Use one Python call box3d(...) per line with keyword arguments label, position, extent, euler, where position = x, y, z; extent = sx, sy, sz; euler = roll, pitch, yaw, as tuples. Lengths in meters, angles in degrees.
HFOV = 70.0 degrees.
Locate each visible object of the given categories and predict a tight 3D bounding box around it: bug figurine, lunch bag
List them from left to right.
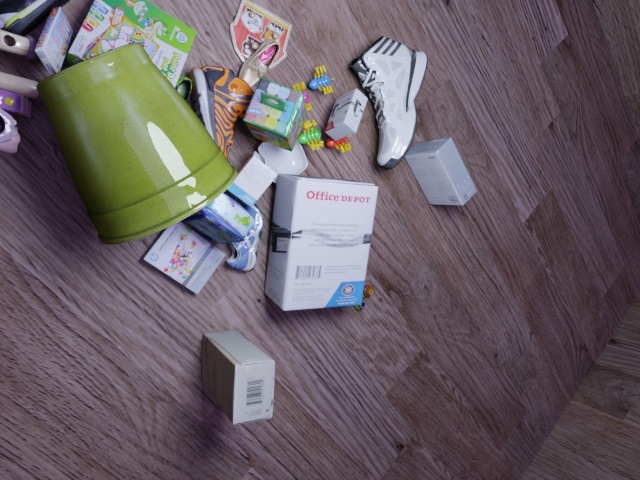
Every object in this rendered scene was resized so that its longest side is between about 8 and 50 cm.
box3d(label="lunch bag", position=(-0.294, -0.069, 1.260), extent=(0.176, 0.219, 0.090), euler=(41, 69, -27))
box3d(label="bug figurine", position=(-0.007, -0.404, 1.462), extent=(0.216, 0.072, 0.279), euler=(-25, 102, -38))

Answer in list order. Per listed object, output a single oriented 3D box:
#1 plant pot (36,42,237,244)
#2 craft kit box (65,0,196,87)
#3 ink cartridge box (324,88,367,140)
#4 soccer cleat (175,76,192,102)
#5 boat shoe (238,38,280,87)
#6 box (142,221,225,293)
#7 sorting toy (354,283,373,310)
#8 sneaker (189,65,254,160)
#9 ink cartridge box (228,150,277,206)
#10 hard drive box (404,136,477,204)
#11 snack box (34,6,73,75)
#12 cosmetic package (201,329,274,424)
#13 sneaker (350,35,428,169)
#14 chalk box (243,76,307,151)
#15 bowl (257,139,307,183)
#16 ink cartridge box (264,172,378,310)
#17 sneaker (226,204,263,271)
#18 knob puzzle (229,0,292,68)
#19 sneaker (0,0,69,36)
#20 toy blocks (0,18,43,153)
box3d(label="plant pot", position=(-0.436, -0.238, 1.053), extent=(0.366, 0.366, 0.353), euler=(-35, 118, -22))
box3d(label="craft kit box", position=(-0.475, -0.500, 1.176), extent=(0.246, 0.061, 0.250), euler=(25, 68, -32))
box3d(label="ink cartridge box", position=(0.079, -0.390, 1.420), extent=(0.056, 0.099, 0.135), euler=(32, 66, -32))
box3d(label="soccer cleat", position=(-0.394, -0.361, 1.251), extent=(0.060, 0.072, 0.179), euler=(14, 98, -28))
box3d(label="boat shoe", position=(-0.180, -0.521, 1.352), extent=(0.063, 0.059, 0.170), euler=(33, 90, -39))
box3d(label="box", position=(-0.390, 0.045, 1.320), extent=(0.186, 0.038, 0.145), euler=(40, 75, -25))
box3d(label="sorting toy", position=(0.157, 0.204, 1.642), extent=(0.061, 0.042, 0.102), euler=(29, 81, -28))
box3d(label="sneaker", position=(-0.256, -0.336, 1.309), extent=(0.180, 0.124, 0.322), euler=(-12, 100, -27))
box3d(label="ink cartridge box", position=(-0.192, -0.188, 1.342), extent=(0.090, 0.092, 0.143), euler=(38, 103, -18))
box3d(label="hard drive box", position=(0.437, -0.247, 1.677), extent=(0.089, 0.181, 0.232), euler=(-42, 114, -20))
box3d(label="snack box", position=(-0.609, -0.460, 1.051), extent=(0.022, 0.178, 0.064), euler=(-8, 145, 0))
box3d(label="cosmetic package", position=(-0.239, 0.369, 1.282), extent=(0.113, 0.309, 0.160), euler=(1, 93, -30))
box3d(label="sneaker", position=(0.193, -0.476, 1.552), extent=(0.257, 0.169, 0.448), euler=(16, 79, -21))
box3d(label="chalk box", position=(-0.123, -0.350, 1.269), extent=(0.132, 0.213, 0.132), euler=(23, 89, 3))
box3d(label="bowl", position=(-0.124, -0.259, 1.432), extent=(0.142, 0.053, 0.142), euler=(-34, 109, -22))
box3d(label="ink cartridge box", position=(0.000, 0.000, 1.434), extent=(0.285, 0.166, 0.395), euler=(1, 103, -30))
box3d(label="sneaker", position=(-0.229, -0.012, 1.381), extent=(0.081, 0.080, 0.211), euler=(8, 90, -33))
box3d(label="knob puzzle", position=(-0.182, -0.603, 1.379), extent=(0.213, 0.030, 0.213), euler=(-3, 97, -29))
box3d(label="sneaker", position=(-0.672, -0.584, 1.073), extent=(0.097, 0.084, 0.235), euler=(46, 73, -23))
box3d(label="toy blocks", position=(-0.683, -0.326, 0.982), extent=(0.260, 0.308, 0.289), euler=(1, 92, -57))
